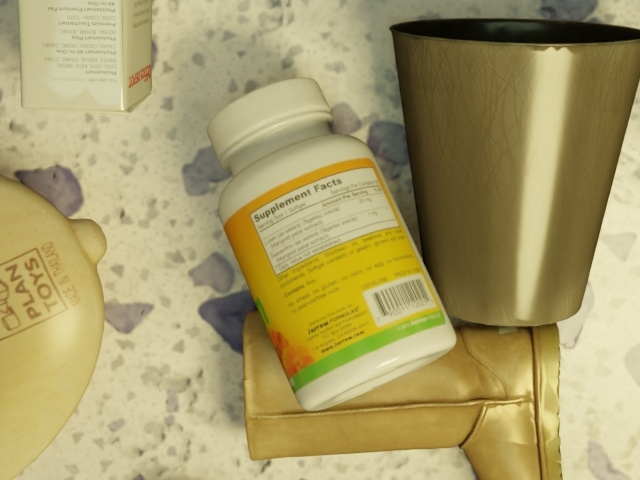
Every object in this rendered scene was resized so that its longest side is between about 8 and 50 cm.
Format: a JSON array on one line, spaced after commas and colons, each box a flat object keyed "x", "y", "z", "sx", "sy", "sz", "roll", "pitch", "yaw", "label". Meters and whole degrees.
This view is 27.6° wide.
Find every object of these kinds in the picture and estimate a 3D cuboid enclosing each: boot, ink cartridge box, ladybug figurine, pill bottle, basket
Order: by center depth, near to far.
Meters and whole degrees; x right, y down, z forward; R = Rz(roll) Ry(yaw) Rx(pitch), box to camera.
[{"x": -0.183, "y": -0.209, "z": 1.027, "sx": 0.086, "sy": 0.148, "sz": 0.203, "roll": 2, "pitch": 102, "yaw": 1, "label": "ink cartridge box"}, {"x": 0.000, "y": 0.000, "z": 1.050, "sx": 0.136, "sy": 0.136, "sz": 0.245, "roll": -25, "pitch": 79, "yaw": 7, "label": "pill bottle"}, {"x": 0.156, "y": -0.057, "z": 1.053, "sx": 0.204, "sy": 0.154, "sz": 0.227, "roll": 1, "pitch": 106, "yaw": 4, "label": "basket"}, {"x": -0.373, "y": 0.089, "z": 1.095, "sx": 0.449, "sy": 0.162, "sz": 0.305, "roll": -23, "pitch": 100, "yaw": 8, "label": "ladybug figurine"}, {"x": 0.071, "y": 0.174, "z": 1.141, "sx": 0.269, "sy": 0.089, "sz": 0.236, "roll": -1, "pitch": 90, "yaw": 2, "label": "boot"}]
